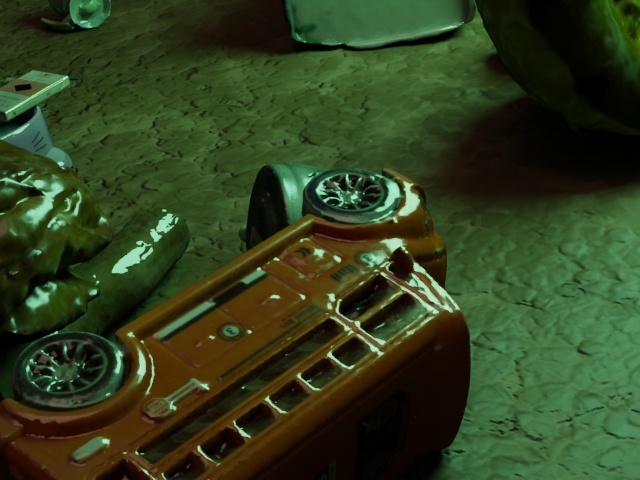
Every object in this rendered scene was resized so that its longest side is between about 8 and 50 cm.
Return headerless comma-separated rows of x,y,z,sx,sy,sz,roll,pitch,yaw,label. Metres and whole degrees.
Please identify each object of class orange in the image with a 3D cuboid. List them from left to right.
0.284,-0.228,1.123,0.369,0.270,0.210,-19,1,-21,orange

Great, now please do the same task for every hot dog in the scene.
-0.302,0.002,0.848,0.388,0.174,0.267,21,44,38,hot dog

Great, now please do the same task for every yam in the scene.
-0.170,0.049,0.927,0.057,0.056,0.241,10,36,26,yam

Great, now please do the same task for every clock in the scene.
-0.301,-0.075,1.162,0.110,0.050,0.153,20,39,38,clock

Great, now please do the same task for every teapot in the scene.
-0.279,-0.269,1.492,0.083,0.064,0.064,-45,45,0,teapot
0.002,0.009,0.936,0.108,0.149,0.111,0,66,-17,teapot

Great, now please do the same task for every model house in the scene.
0.049,-0.354,1.399,0.202,0.237,0.237,-10,25,7,model house

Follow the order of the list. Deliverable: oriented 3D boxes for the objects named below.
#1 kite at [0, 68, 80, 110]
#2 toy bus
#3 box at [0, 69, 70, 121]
-0.345,-0.141,1.324,0.160,0.010,0.183,6,32,20,kite
-0.026,0.089,0.745,0.153,0.143,0.329,29,44,32,toy bus
-0.272,-0.132,1.190,0.046,0.012,0.083,13,35,31,box
